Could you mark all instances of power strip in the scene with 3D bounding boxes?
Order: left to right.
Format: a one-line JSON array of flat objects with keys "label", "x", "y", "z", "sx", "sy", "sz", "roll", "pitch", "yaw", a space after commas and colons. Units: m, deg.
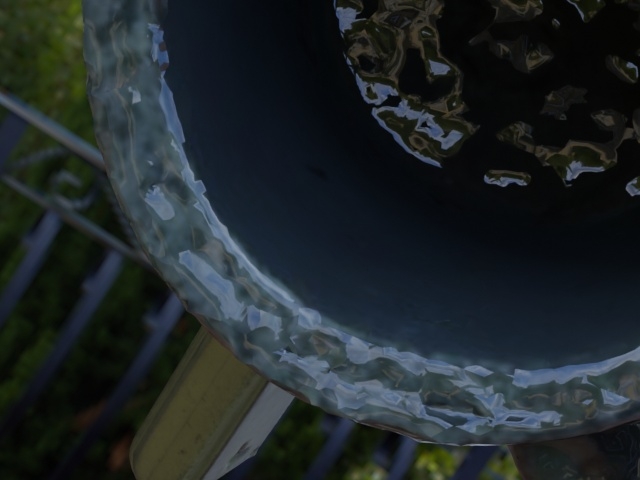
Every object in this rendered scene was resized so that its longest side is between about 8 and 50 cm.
[{"label": "power strip", "x": 0.000, "y": 0.000, "z": 1.040, "sx": 0.066, "sy": 0.387, "sz": 0.092, "roll": 41, "pitch": 33, "yaw": 11}]

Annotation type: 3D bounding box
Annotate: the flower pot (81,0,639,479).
[{"label": "flower pot", "x": 0.093, "y": -0.077, "z": 0.644, "sx": 0.299, "sy": 0.299, "sz": 0.283, "roll": 35, "pitch": 18, "yaw": 3}]
